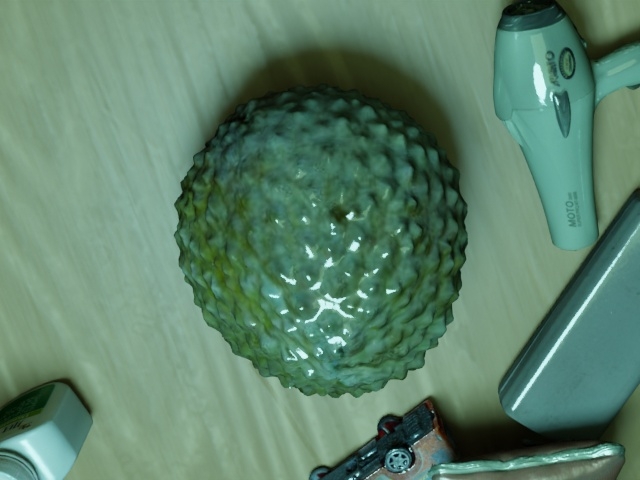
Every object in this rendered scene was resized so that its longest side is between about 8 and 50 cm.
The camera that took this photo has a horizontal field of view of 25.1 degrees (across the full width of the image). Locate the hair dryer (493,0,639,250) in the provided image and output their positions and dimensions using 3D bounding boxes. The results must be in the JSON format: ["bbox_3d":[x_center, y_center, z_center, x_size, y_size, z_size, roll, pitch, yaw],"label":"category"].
[{"bbox_3d":[0.279,-0.102,1.284,0.267,0.092,0.229,0,113,-9],"label":"hair dryer"}]

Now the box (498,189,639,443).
[{"bbox_3d":[0.270,0.077,1.333,0.103,0.055,0.244,31,104,-8],"label":"box"}]

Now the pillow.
[{"bbox_3d":[0.188,0.235,1.330,0.179,0.075,0.171,-9,143,-2],"label":"pillow"}]

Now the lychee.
[{"bbox_3d":[0.000,0.000,1.223,0.255,0.274,0.255,0,137,0],"label":"lychee"}]

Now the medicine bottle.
[{"bbox_3d":[-0.277,0.202,1.310,0.119,0.183,0.069,-29,104,9],"label":"medicine bottle"}]

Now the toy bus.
[{"bbox_3d":[0.049,0.236,1.378,0.192,0.065,0.077,-37,112,10],"label":"toy bus"}]
